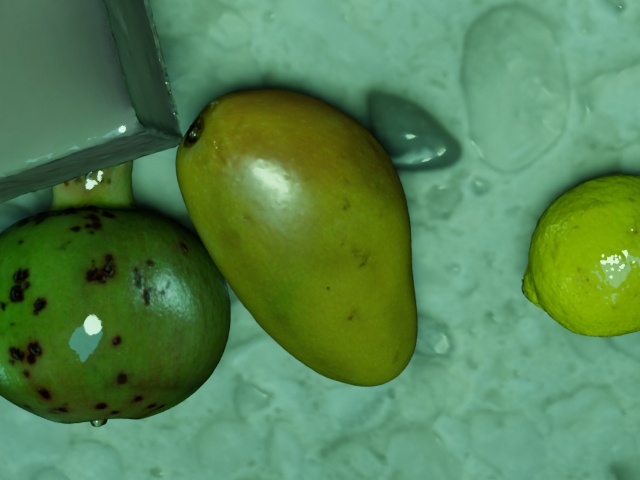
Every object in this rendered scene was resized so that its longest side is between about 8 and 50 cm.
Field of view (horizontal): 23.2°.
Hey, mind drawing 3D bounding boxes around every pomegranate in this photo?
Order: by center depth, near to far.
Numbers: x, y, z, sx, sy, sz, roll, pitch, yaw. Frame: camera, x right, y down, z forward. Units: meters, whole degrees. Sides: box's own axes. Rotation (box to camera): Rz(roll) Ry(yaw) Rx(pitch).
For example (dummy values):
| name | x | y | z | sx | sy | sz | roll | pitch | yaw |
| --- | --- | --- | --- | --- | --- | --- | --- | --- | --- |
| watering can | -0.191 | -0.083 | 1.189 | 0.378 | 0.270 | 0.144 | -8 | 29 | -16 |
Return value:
| name | x | y | z | sx | sy | sz | roll | pitch | yaw |
| --- | --- | --- | --- | --- | --- | --- | --- | --- | --- |
| pomegranate | -0.148 | 0.030 | 1.083 | 0.179 | 0.210 | 0.179 | 12 | 153 | 6 |

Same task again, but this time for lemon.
| name | x | y | z | sx | sy | sz | roll | pitch | yaw |
| --- | --- | --- | --- | --- | --- | --- | --- | --- | --- |
| lemon | 0.197 | 0.011 | 1.065 | 0.133 | 0.109 | 0.109 | -20 | 113 | 21 |

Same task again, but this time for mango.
| name | x | y | z | sx | sy | sz | roll | pitch | yaw |
| --- | --- | --- | --- | --- | --- | --- | --- | --- | --- |
| mango | 0.000 | 0.000 | 1.070 | 0.138 | 0.113 | 0.253 | -35 | 119 | -6 |

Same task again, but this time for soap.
| name | x | y | z | sx | sy | sz | roll | pitch | yaw |
| --- | --- | --- | --- | --- | --- | --- | --- | --- | --- |
| soap | -0.259 | -0.157 | 0.949 | 0.285 | 0.107 | 0.296 | -15 | 84 | 11 |
